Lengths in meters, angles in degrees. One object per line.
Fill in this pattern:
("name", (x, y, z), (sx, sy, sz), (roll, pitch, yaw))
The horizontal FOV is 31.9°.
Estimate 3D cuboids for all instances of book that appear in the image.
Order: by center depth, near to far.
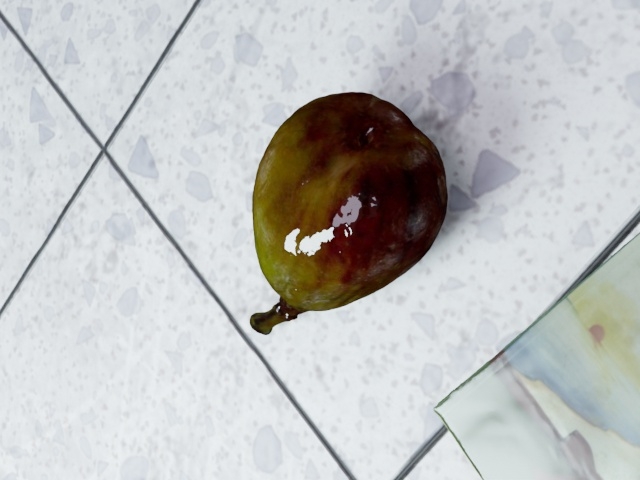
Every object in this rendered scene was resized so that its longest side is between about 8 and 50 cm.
("book", (0.240, 0.129, 0.868), (0.289, 0.026, 0.201), (-47, 64, 26))

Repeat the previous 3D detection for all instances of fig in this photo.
("fig", (-0.002, 0.000, 0.993), (0.170, 0.146, 0.274), (54, 132, 26))
